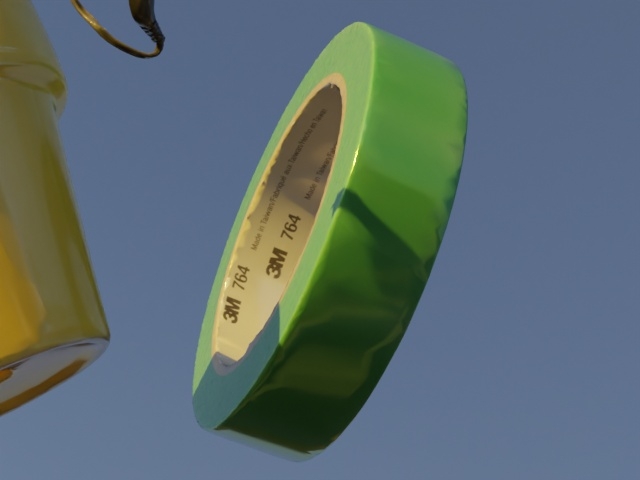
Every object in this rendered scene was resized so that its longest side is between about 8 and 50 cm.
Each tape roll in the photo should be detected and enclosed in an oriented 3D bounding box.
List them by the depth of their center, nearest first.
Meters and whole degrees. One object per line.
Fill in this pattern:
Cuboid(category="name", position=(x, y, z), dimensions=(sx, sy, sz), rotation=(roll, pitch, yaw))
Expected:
Cuboid(category="tape roll", position=(0.000, 0.000, 1.053), dimensions=(0.077, 0.321, 0.321), rotation=(22, -47, -14))

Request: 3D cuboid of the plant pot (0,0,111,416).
Cuboid(category="plant pot", position=(-0.247, -0.010, 0.856), dimensions=(0.254, 0.254, 0.239), rotation=(-36, -103, 39))

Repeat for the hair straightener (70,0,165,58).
Cuboid(category="hair straightener", position=(-0.114, -0.216, 0.794), dimensions=(0.089, 0.047, 0.230), rotation=(2, -80, 47))
